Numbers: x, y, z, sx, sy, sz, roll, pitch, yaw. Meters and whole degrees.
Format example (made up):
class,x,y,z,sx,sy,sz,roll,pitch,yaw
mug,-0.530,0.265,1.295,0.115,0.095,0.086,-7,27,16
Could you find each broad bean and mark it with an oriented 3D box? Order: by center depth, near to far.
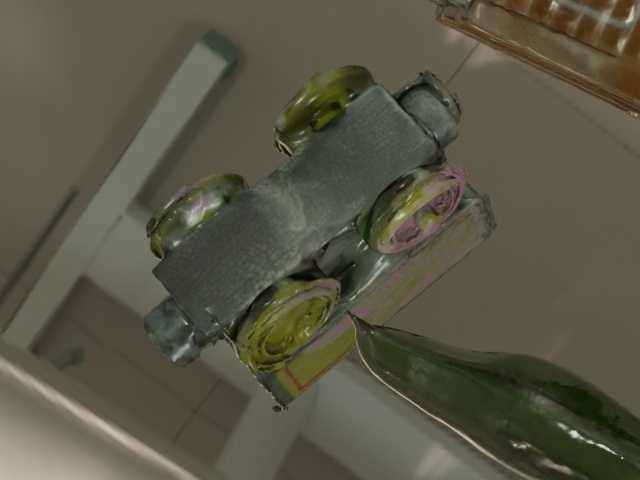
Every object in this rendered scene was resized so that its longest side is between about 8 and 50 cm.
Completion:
class,x,y,z,sx,sy,sz,roll,pitch,yaw
broad bean,0.131,0.097,0.510,0.298,0.043,0.060,32,153,23

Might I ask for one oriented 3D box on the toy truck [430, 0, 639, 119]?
class,x,y,z,sx,sy,sz,roll,pitch,yaw
toy truck,0.157,-0.175,0.460,0.162,0.136,0.305,24,98,-5

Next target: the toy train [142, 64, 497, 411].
class,x,y,z,sx,sy,sz,roll,pitch,yaw
toy train,0.000,0.000,0.984,0.261,0.177,0.134,-39,64,-5
